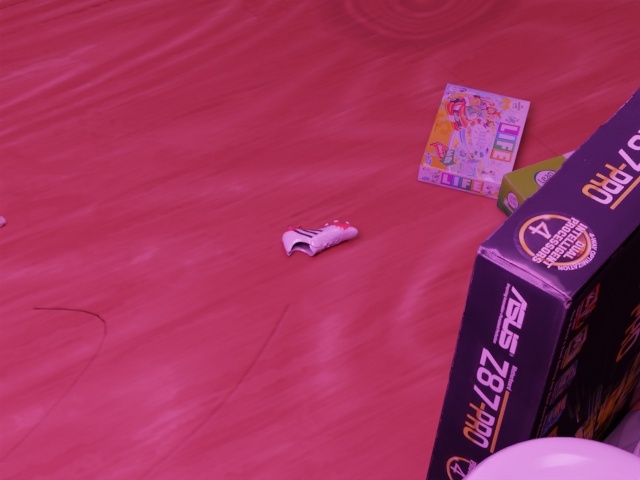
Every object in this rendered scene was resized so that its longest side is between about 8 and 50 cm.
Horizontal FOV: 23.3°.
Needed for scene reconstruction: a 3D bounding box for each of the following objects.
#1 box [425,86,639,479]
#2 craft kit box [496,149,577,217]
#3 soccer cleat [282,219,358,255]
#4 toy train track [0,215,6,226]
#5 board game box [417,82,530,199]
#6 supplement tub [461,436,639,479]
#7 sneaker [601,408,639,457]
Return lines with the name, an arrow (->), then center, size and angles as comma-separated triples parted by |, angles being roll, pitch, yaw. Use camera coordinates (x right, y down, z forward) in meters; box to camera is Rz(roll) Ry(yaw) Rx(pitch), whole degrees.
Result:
box -> 0.227, 0.076, 1.377 | 0.097, 0.395, 0.318 | 30, 49, 22
craft kit box -> 0.366, -0.014, 1.716 | 0.250, 0.061, 0.246 | -19, 48, -23
soccer cleat -> 0.000, 0.000, 1.685 | 0.083, 0.029, 0.035 | -3, 55, -4
toy train track -> -0.377, -0.007, 1.664 | 0.083, 0.014, 0.048 | -22, 45, -32
board game box -> 0.181, -0.117, 1.815 | 0.103, 0.026, 0.154 | 14, 46, 7
supplement tub -> 0.171, 0.323, 1.168 | 0.207, 0.338, 0.207 | 3, 45, -3
sneaker -> 0.265, 0.258, 1.426 | 0.271, 0.100, 0.108 | -45, 23, -27
